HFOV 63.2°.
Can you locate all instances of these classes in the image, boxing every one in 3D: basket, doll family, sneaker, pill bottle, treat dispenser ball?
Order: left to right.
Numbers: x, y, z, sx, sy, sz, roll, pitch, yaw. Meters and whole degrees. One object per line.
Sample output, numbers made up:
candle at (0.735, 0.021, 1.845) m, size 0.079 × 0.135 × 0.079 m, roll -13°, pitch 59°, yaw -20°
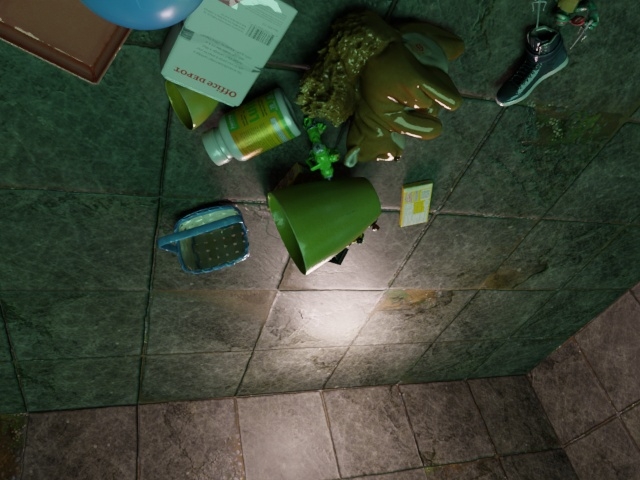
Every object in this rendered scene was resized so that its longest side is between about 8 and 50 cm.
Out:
treat dispenser ball at (-0.333, -0.535, 0.938) m, size 0.288 × 0.288 × 0.288 m, roll -10°, pitch 142°, yaw -8°
basket at (-0.350, -0.004, 1.632) m, size 0.255 × 0.201 × 0.289 m, roll -15°, pitch 173°, yaw -2°
pill bottle at (-0.188, -0.298, 1.402) m, size 0.246 × 0.136 × 0.136 m, roll -23°, pitch 141°, yaw 10°
doll family at (0.139, -0.046, 1.846) m, size 0.076 × 0.111 × 0.193 m, roll 8°, pitch 136°, yaw -27°
sneaker at (0.576, -0.492, 1.453) m, size 0.226 × 0.086 × 0.163 m, roll -39°, pitch 148°, yaw 13°

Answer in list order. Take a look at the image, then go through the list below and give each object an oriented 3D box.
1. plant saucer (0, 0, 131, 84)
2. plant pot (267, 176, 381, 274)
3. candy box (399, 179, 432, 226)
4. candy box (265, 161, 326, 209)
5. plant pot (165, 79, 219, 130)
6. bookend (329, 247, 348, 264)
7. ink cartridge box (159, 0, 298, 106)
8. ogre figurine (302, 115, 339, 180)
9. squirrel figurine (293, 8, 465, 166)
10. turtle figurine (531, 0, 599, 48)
plant saucer at (-0.547, -0.495, 1.110) m, size 0.259 × 0.047 × 0.258 m, roll 23°, pitch 128°, yaw -38°
plant pot at (0.028, -0.077, 1.595) m, size 0.294 × 0.274 × 0.274 m, roll -24°, pitch 143°, yaw -12°
candy box at (0.343, -0.131, 1.878) m, size 0.105 × 0.027 × 0.205 m, roll -10°, pitch 141°, yaw -4°
candy box at (-0.081, -0.160, 1.679) m, size 0.109 × 0.053 × 0.186 m, roll 18°, pitch 130°, yaw -34°
plant pot at (-0.315, -0.358, 1.310) m, size 0.095 × 0.134 × 0.134 m, roll -32°, pitch 147°, yaw -21°
bookend at (0.000, 0.000, 1.821) m, size 0.157 × 0.072 × 0.156 m, roll 16°, pitch 152°, yaw 27°
ink cartridge box at (-0.218, -0.477, 1.186) m, size 0.207 × 0.117 × 0.283 m, roll 16°, pitch 132°, yaw -34°
ogre figurine at (0.000, -0.258, 1.531) m, size 0.097 × 0.118 × 0.197 m, roll -7°, pitch 142°, yaw -11°
squirrel figurine at (0.132, -0.377, 1.368) m, size 0.397 × 0.281 × 0.370 m, roll 18°, pitch 143°, yaw -16°
turtle figurine at (0.631, -0.619, 1.311) m, size 0.175 × 0.118 × 0.234 m, roll 24°, pitch 142°, yaw 16°
